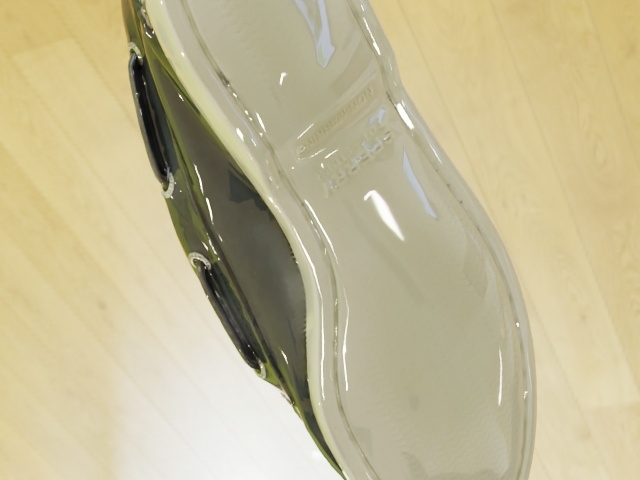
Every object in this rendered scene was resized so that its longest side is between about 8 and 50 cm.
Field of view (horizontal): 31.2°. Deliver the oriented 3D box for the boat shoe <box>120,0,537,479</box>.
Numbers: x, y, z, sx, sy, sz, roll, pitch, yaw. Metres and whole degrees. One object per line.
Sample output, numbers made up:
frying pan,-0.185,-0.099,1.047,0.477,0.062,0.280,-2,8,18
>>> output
boat shoe,-0.003,0.002,0.549,0.113,0.127,0.340,9,134,57
